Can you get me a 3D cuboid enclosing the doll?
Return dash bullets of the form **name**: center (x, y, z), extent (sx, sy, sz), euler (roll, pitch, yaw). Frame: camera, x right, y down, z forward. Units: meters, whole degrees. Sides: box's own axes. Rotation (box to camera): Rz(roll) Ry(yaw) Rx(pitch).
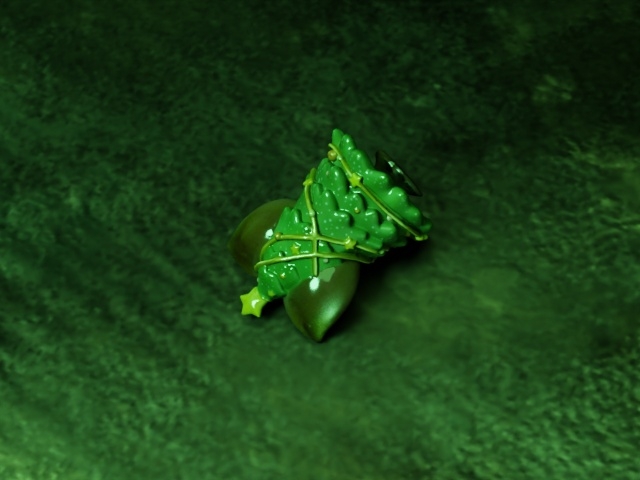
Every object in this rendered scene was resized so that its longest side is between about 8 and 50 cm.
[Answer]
- **doll**: center (0.002, -0.006, 1.000), extent (0.113, 0.077, 0.078), euler (-37, 68, -17)
